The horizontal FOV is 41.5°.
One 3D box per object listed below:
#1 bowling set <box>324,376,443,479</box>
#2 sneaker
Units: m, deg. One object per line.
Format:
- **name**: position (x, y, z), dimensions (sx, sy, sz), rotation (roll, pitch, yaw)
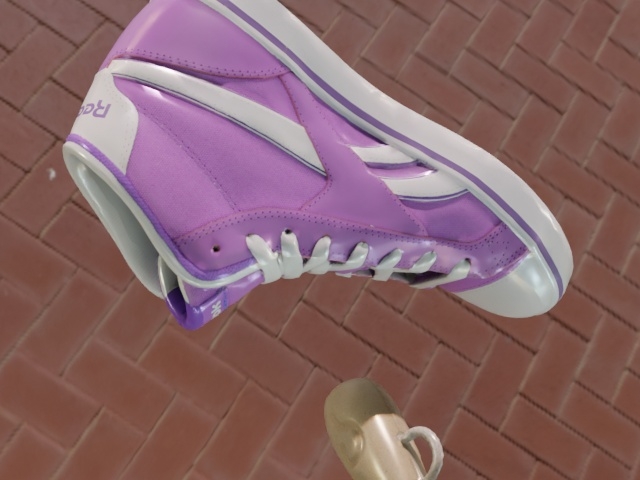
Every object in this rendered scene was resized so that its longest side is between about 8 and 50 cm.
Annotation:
- **bowling set**: position (0.049, 0.231, 0.495), dimensions (0.199, 0.287, 0.154), rotation (13, 27, -34)
- **sneaker**: position (-0.001, 0.000, 0.450), dimensions (0.282, 0.102, 0.161), rotation (32, 65, -12)
